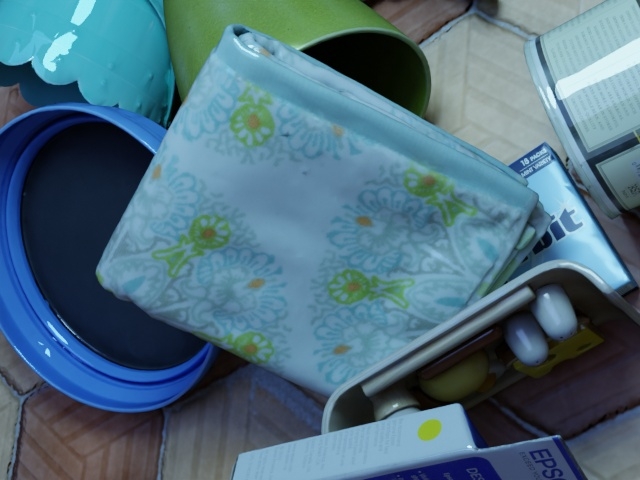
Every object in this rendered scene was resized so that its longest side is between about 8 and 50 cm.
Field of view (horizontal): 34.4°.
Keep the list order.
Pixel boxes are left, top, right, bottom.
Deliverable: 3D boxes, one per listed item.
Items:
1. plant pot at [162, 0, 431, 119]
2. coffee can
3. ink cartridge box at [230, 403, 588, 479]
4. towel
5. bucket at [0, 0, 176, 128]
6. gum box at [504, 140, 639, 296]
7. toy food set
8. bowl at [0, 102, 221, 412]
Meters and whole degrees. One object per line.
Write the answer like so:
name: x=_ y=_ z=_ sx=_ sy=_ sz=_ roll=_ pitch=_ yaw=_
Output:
plant pot: x=-0.063 y=-0.218 z=1.216 sx=0.275 sy=0.275 sz=0.293 roll=-43 pitch=56 yaw=13
coffee can: x=0.363 y=-0.168 z=0.989 sx=0.275 sy=0.201 sz=0.201 roll=-26 pitch=64 yaw=21
ink cartridge box: x=0.123 y=0.268 z=0.951 sx=0.307 sy=0.303 sz=0.072 roll=-18 pitch=39 yaw=23
towel: x=0.000 y=0.000 z=1.054 sx=0.320 sy=0.375 sz=0.090 roll=-58 pitch=12 yaw=24
bucket: x=-0.307 y=-0.260 z=1.372 sx=0.281 sy=0.281 sz=0.183 roll=18 pitch=81 yaw=33
gum box: x=0.224 y=0.012 z=1.113 sx=0.157 sy=0.041 sz=0.184 roll=-34 pitch=61 yaw=19
toy food set: x=0.172 y=0.142 z=0.999 sx=0.306 sy=0.220 sz=0.092 roll=-33 pitch=61 yaw=18
bowl: x=-0.265 y=0.020 z=1.273 sx=0.391 sy=0.077 sz=0.391 roll=10 pitch=112 yaw=27
